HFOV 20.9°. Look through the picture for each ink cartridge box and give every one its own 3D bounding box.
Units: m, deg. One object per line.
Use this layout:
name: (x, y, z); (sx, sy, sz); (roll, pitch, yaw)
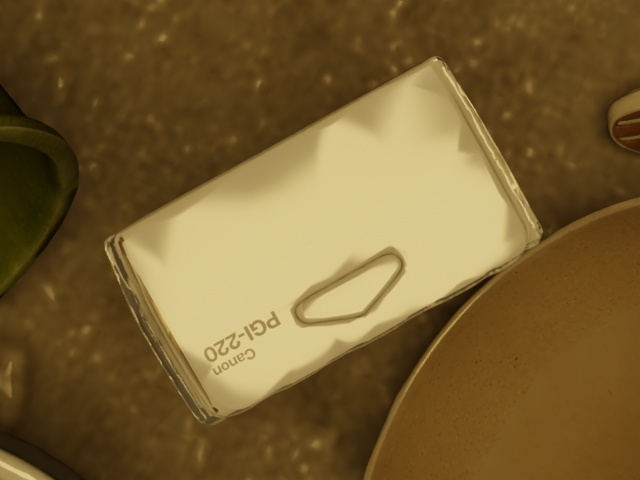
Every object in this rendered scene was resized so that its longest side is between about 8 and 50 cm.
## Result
ink cartridge box: (0.000, 0.000, 0.782); (0.159, 0.218, 0.092); (-29, 92, 0)

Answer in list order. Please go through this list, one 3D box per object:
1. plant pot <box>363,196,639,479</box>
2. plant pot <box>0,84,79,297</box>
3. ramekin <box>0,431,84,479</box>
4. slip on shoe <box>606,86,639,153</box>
plant pot: (0.182, 0.146, 0.790); (0.191, 0.284, 0.284); (37, 91, -37)
plant pot: (-0.353, -0.076, 0.731); (0.366, 0.366, 0.353); (-35, 81, 0)
ramekin: (-0.199, 0.216, 0.827); (0.277, 0.135, 0.277); (0, 92, -1)
slip on shoe: (0.209, -0.080, 0.875); (0.135, 0.051, 0.041); (-15, 53, 7)
